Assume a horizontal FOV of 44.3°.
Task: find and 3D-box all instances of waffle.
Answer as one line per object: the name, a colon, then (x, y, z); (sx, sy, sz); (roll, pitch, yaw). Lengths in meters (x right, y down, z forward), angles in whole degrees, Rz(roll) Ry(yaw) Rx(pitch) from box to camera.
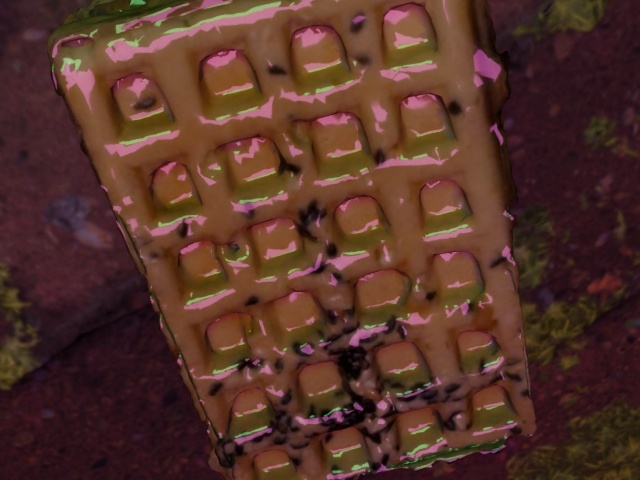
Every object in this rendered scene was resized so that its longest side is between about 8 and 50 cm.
waffle: (0.000, 0.000, 0.537); (0.261, 0.114, 0.376); (-15, 118, -2)
